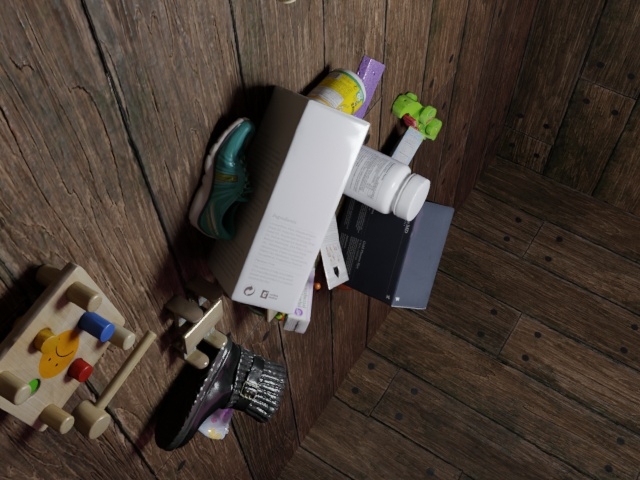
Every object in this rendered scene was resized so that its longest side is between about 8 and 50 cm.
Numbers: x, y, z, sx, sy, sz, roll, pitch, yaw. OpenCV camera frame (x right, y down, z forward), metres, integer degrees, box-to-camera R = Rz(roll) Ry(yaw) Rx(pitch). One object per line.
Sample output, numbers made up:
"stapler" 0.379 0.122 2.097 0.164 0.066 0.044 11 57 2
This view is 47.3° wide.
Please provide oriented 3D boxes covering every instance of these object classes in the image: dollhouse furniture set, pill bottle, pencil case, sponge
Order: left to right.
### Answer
"dollhouse furniture set" -0.238 0.187 1.795 0.242 0.161 0.212 -48 157 -35
"pencil case" -0.274 0.434 2.102 0.273 0.124 0.113 -61 161 -5
"pill bottle" 0.014 -0.326 1.814 0.208 0.118 0.117 -50 158 -32
"sponge" 0.114 -0.415 2.084 0.117 0.031 0.210 -11 127 -66
"pill bottle" 0.167 -0.176 2.157 0.160 0.283 0.160 -51 159 -29

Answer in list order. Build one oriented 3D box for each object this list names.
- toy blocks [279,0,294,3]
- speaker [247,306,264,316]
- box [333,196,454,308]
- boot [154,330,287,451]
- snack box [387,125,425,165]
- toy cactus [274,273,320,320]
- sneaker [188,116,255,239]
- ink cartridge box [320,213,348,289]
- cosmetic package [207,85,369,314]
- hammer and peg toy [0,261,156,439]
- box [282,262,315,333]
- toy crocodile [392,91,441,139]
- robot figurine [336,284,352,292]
"toy blocks" -0.063 -0.548 1.407 0.123 0.054 0.148 -60 161 -9
"speaker" -0.131 0.082 1.934 0.131 0.131 0.296 -48 166 -35
"box" 0.221 0.012 2.368 0.179 0.312 0.343 9 100 -42
"boot" -0.255 0.440 1.955 0.260 0.131 0.348 41 74 -34
"snack box" 0.267 -0.276 2.527 0.207 0.070 0.174 -61 -177 -7
"toy cactus" -0.097 0.143 2.223 0.219 0.112 0.180 -55 152 5
"sneaker" -0.188 -0.130 1.572 0.107 0.110 0.275 -22 135 -62
"ink cartridge box" 0.000 0.000 2.027 0.296 0.066 0.261 -8 88 -78
"cosmetic package" -0.082 -0.093 1.629 0.161 0.230 0.453 17 101 -27
"hammer and peg toy" -0.456 0.211 1.324 0.266 0.127 0.361 -57 161 -21
"box" -0.055 0.113 2.085 0.067 0.063 0.324 111 -12 -45
"toy crocodile" 0.337 -0.418 2.533 0.105 0.115 0.340 -52 159 4
"robot figurine" 0.104 0.084 2.593 0.219 0.128 0.158 -60 -156 -6
